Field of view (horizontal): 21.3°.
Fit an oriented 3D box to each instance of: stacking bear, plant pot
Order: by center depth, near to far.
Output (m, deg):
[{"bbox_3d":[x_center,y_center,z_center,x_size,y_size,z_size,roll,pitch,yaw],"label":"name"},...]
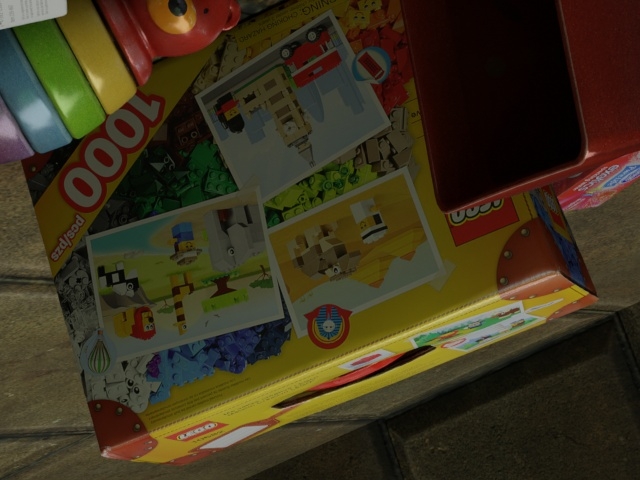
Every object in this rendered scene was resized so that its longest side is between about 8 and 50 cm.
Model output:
[{"bbox_3d":[0.235,-0.186,1.434,0.235,0.267,0.267,-9,175,-22],"label":"plant pot"},{"bbox_3d":[-0.213,-0.172,1.477,0.289,0.175,0.164,-27,-166,-4],"label":"stacking bear"}]

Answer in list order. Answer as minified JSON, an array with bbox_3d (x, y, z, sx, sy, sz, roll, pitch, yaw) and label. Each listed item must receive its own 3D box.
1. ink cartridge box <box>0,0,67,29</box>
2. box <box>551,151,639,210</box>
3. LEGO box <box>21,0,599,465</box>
[{"bbox_3d":[-0.311,-0.222,1.307,0.212,0.093,0.154,-16,163,-12],"label":"ink cartridge box"},{"bbox_3d":[0.375,-0.140,2.256,0.128,0.123,0.257,-8,161,-33],"label":"box"},{"bbox_3d":[-0.021,-0.027,1.758,0.500,0.372,0.193,-23,163,16],"label":"LEGO box"}]
